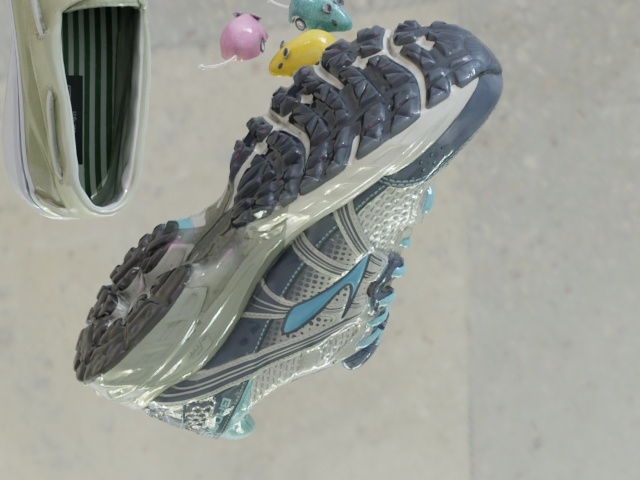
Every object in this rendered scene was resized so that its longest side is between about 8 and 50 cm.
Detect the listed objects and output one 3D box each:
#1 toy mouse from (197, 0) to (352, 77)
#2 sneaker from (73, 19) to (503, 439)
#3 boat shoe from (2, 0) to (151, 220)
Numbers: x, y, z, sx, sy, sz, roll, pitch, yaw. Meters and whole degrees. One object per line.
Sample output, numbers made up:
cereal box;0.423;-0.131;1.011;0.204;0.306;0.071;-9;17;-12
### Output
toy mouse;-0.033;-0.189;1.577;0.161;0.143;0.031;-12;127;-3
sneaker;0.000;0.000;0.967;0.122;0.110;0.283;36;115;-29
boat shoe;-0.145;-0.160;1.138;0.109;0.094;0.302;-9;104;-35
